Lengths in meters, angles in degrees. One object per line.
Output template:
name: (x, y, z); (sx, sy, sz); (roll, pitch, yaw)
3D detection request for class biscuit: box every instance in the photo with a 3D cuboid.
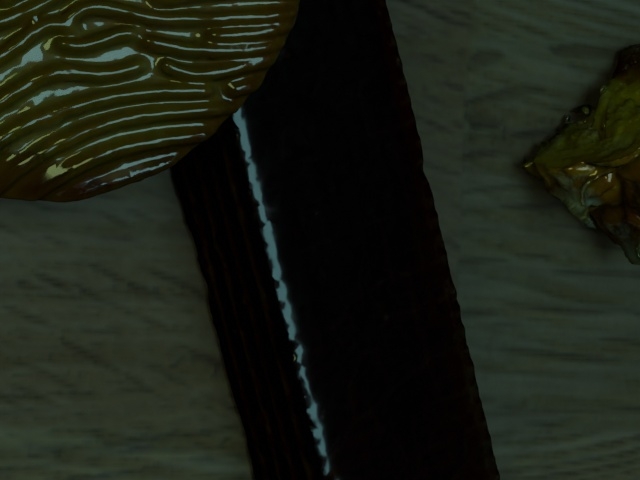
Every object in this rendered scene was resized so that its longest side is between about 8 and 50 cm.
biscuit: (-0.114, -0.104, 0.799); (0.228, 0.031, 0.176); (-31, 104, -7)
biscuit: (0.000, 0.000, 0.906); (0.107, 0.073, 0.388); (-20, 103, -31)

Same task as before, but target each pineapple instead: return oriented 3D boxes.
pineapple: (0.253, -0.042, 1.040); (0.250, 0.140, 0.164); (-27, 107, -34)
